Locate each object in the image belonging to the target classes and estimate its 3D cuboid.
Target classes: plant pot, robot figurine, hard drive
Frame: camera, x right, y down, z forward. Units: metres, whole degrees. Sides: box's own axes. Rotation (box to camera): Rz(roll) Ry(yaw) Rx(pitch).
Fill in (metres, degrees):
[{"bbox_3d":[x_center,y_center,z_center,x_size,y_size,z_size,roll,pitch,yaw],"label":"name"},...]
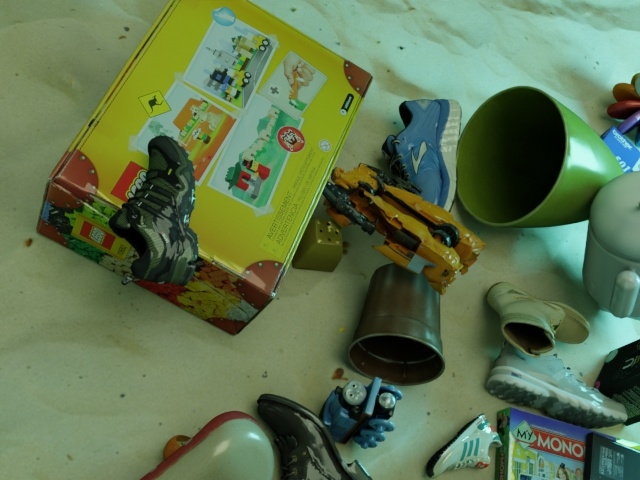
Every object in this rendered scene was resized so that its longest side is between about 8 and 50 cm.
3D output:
[{"bbox_3d":[0.000,0.000,1.505,0.081,0.083,0.082,6,63,-22],"label":"plant pot"},{"bbox_3d":[0.138,0.138,1.465,0.167,0.167,0.165,22,52,-14],"label":"plant pot"},{"bbox_3d":[0.131,-0.032,1.471,0.291,0.085,0.211,35,32,17],"label":"robot figurine"},{"bbox_3d":[0.467,-0.138,1.704,0.293,0.274,0.275,12,61,-37],"label":"plant pot"},{"bbox_3d":[0.540,0.414,1.536,0.135,0.022,0.094,23,59,-13],"label":"hard drive"},{"bbox_3d":[0.612,0.009,1.625,0.199,0.353,0.300,12,52,20],"label":"robot figurine"}]

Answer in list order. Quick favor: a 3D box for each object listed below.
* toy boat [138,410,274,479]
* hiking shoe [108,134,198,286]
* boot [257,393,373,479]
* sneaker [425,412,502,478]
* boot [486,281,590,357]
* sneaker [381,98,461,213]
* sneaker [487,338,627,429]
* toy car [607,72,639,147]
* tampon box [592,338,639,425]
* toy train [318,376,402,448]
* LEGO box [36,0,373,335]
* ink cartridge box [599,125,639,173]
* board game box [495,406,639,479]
[{"bbox_3d":[-0.183,0.336,1.236,0.231,0.151,0.151,-38,126,-8],"label":"toy boat"},{"bbox_3d":[-0.237,-0.047,1.187,0.114,0.086,0.227,1,68,-28],"label":"hiking shoe"},{"bbox_3d":[-0.056,0.390,1.294,0.263,0.091,0.229,44,61,4],"label":"boot"},{"bbox_3d":[0.253,0.369,1.460,0.161,0.057,0.075,-33,77,-35],"label":"sneaker"},{"bbox_3d":[0.416,0.165,1.573,0.213,0.077,0.165,24,20,-7],"label":"boot"},{"bbox_3d":[0.186,-0.132,1.646,0.147,0.130,0.330,8,63,-2],"label":"sneaker"},{"bbox_3d":[0.449,0.264,1.571,0.281,0.105,0.115,24,59,-12],"label":"sneaker"},{"bbox_3d":[0.735,-0.291,1.949,0.136,0.159,0.182,-22,76,-5],"label":"toy car"},{"bbox_3d":[0.618,0.261,1.616,0.101,0.161,0.120,41,55,-1],"label":"tampon box"},{"bbox_3d":[0.060,0.273,1.348,0.105,0.184,0.080,19,60,-3],"label":"toy train"},{"bbox_3d":[-0.178,-0.156,1.431,0.372,0.193,0.500,30,58,-9],"label":"LEGO box"},{"bbox_3d":[0.704,-0.154,1.921,0.207,0.046,0.097,43,56,0],"label":"ink cartridge box"},{"bbox_3d":[0.459,0.443,1.527,0.317,0.046,0.214,18,61,-16],"label":"board game box"}]
